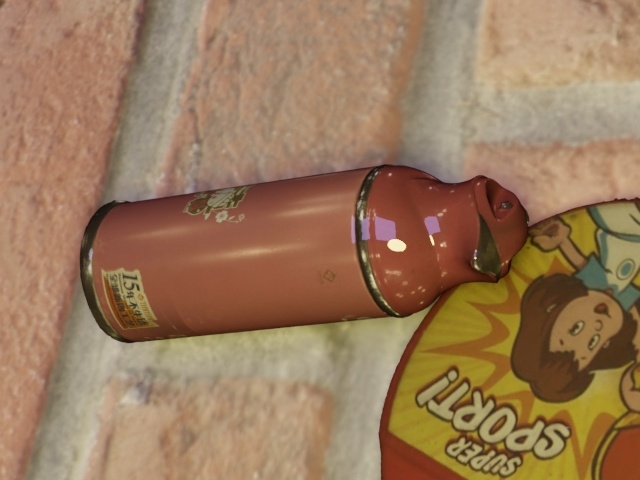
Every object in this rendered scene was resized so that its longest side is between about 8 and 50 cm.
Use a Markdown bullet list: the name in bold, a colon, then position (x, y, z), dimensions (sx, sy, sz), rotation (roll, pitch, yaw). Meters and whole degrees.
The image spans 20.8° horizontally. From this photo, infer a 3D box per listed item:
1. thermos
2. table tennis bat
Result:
- **thermos**: position (-0.001, 0.008, 1.265), dimensions (0.330, 0.136, 0.109), rotation (-7, 82, 28)
- **table tennis bat**: position (0.134, 0.149, 1.151), dimensions (0.268, 0.051, 0.414), rotation (27, 78, 44)
